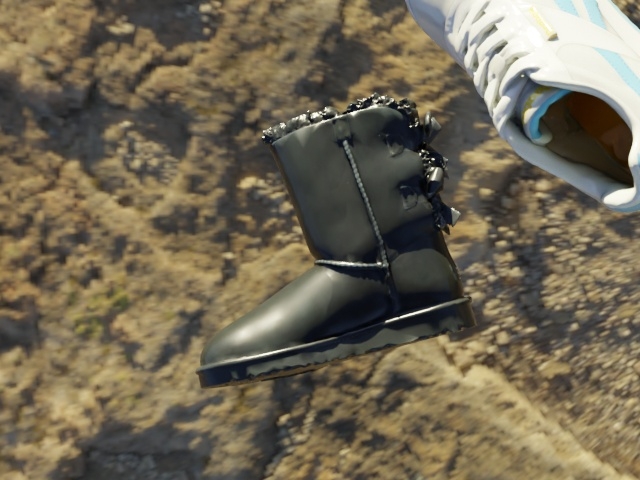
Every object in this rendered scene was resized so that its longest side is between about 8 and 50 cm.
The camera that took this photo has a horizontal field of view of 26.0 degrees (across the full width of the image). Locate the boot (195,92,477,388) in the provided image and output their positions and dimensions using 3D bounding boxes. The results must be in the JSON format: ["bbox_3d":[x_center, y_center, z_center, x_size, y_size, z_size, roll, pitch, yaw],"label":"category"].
[{"bbox_3d":[0.000,0.000,0.551,0.121,0.045,0.099,-15,84,-1],"label":"boot"}]

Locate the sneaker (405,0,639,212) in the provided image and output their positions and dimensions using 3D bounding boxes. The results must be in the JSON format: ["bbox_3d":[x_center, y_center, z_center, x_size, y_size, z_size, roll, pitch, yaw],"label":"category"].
[{"bbox_3d":[0.129,-0.104,0.811,0.229,0.092,0.087,41,131,25],"label":"sneaker"}]
